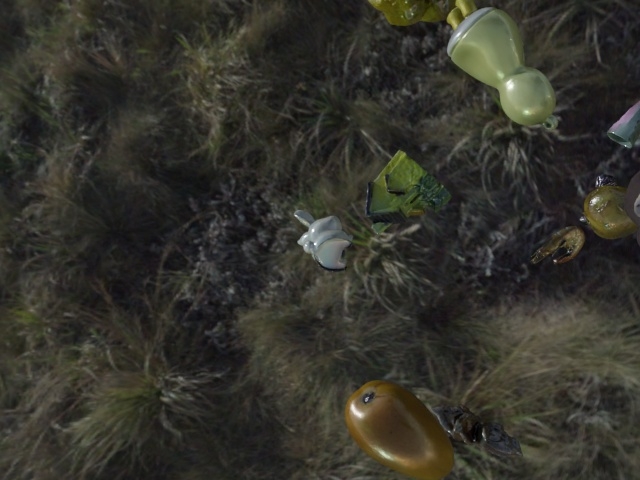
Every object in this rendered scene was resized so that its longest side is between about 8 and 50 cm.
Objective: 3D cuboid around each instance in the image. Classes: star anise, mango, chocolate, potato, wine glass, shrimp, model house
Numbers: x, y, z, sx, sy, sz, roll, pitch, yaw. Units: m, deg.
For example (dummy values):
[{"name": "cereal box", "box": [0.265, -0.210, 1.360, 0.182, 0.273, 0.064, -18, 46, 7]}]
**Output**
[{"name": "star anise", "box": [0.357, 0.440, 1.439, 0.197, 0.212, 0.073, 17, 81, 59]}, {"name": "mango", "box": [0.245, 0.577, 1.821, 0.378, 0.264, 0.221, 41, 70, -10]}, {"name": "chocolate", "box": [0.778, -0.109, 1.706, 0.070, 0.072, 0.147, 18, 85, 26]}, {"name": "potato", "box": [0.711, -0.067, 1.457, 0.137, 0.176, 0.137, -177, 90, -65]}, {"name": "wine glass", "box": [0.809, -0.321, 1.565, 0.073, 0.073, 0.155, 35, 95, 27]}, {"name": "shrimp", "box": [0.642, 0.025, 1.651, 0.162, 0.095, 0.045, -36, 38, 5]}, {"name": "model house", "box": [0.212, -0.102, 1.615, 0.170, 0.194, 0.211, 45, 96, 15]}]

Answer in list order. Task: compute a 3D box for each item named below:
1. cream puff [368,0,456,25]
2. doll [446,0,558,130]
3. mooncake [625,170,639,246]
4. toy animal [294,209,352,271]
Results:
[{"name": "cream puff", "box": [0.295, -0.716, 1.602, 0.378, 0.378, 0.275, -37, 57, 14]}, {"name": "doll", "box": [0.340, -0.323, 1.126, 0.117, 0.141, 0.296, -39, 85, -20]}, {"name": "mooncake", "box": [0.564, -0.069, 0.880, 0.133, 0.245, 0.245, 13, 90, -18]}, {"name": "toy animal", "box": [0.007, -0.001, 1.025, 0.085, 0.124, 0.071, -9, 119, -5]}]
